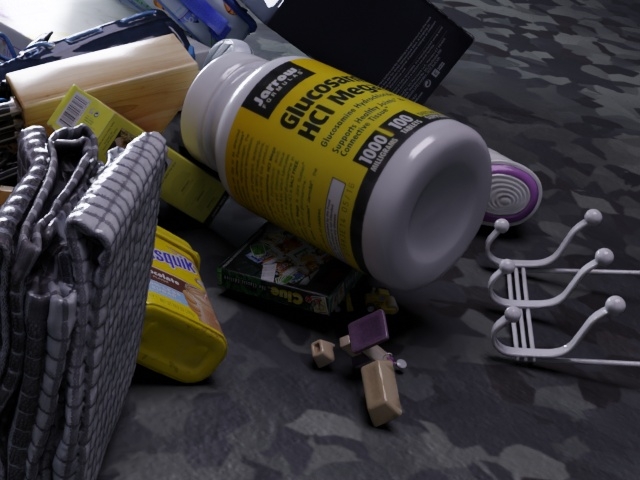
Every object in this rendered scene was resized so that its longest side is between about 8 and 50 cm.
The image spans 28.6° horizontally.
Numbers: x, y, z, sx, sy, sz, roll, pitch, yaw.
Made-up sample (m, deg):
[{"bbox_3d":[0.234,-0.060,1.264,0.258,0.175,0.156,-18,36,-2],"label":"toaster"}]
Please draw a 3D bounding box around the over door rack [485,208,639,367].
[{"bbox_3d":[0.356,0.066,1.440,0.324,0.108,0.239,12,27,0],"label":"over door rack"}]

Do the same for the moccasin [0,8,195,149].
[{"bbox_3d":[-0.331,-0.201,1.581,0.342,0.137,0.116,-17,65,-20],"label":"moccasin"}]

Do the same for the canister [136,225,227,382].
[{"bbox_3d":[-0.165,0.055,1.243,0.126,0.073,0.170,30,18,-33],"label":"canister"}]

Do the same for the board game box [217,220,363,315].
[{"bbox_3d":[0.000,0.000,1.443,0.136,0.030,0.259,12,30,21],"label":"board game box"}]

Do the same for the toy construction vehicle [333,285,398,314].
[{"bbox_3d":[0.039,0.049,1.416,0.098,0.035,0.086,8,27,-8],"label":"toy construction vehicle"}]

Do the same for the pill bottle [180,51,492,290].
[{"bbox_3d":[0.007,-0.092,1.383,0.334,0.188,0.188,28,30,35],"label":"pill bottle"}]

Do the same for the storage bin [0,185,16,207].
[{"bbox_3d":[-0.374,-0.005,1.250,0.262,0.123,0.260,6,28,-12],"label":"storage bin"}]

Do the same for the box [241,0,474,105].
[{"bbox_3d":[0.013,-0.384,1.953,0.312,0.179,0.343,33,11,-37],"label":"box"}]

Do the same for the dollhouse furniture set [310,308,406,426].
[{"bbox_3d":[0.052,0.149,1.259,0.081,0.091,0.114,42,29,-44],"label":"dollhouse furniture set"}]

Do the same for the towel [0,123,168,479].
[{"bbox_3d":[-0.216,0.063,1.006,0.121,0.283,0.235,11,26,-1],"label":"towel"}]

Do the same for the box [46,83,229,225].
[{"bbox_3d":[-0.203,-0.093,1.438,0.087,0.058,0.232,34,0,37],"label":"box"}]

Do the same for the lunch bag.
[{"bbox_3d":[-0.236,-0.386,1.895,0.303,0.115,0.243,40,-7,-34],"label":"lunch bag"}]

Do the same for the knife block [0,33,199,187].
[{"bbox_3d":[-0.310,-0.160,1.458,0.242,0.275,0.088,28,16,-42],"label":"knife block"}]

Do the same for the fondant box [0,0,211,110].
[{"bbox_3d":[-0.356,-0.279,1.822,0.330,0.096,0.238,29,31,32],"label":"fondant box"}]

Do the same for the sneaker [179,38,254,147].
[{"bbox_3d":[-0.111,-0.182,1.609,0.091,0.094,0.258,10,-17,-15],"label":"sneaker"}]

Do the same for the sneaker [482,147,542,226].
[{"bbox_3d":[0.136,-0.089,1.678,0.305,0.114,0.152,15,13,-3],"label":"sneaker"}]
